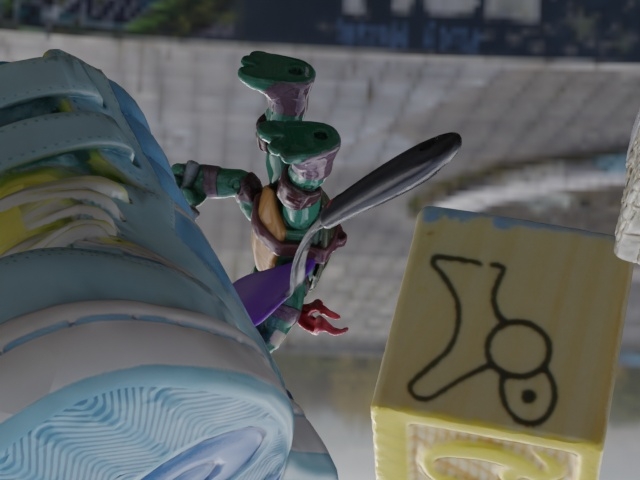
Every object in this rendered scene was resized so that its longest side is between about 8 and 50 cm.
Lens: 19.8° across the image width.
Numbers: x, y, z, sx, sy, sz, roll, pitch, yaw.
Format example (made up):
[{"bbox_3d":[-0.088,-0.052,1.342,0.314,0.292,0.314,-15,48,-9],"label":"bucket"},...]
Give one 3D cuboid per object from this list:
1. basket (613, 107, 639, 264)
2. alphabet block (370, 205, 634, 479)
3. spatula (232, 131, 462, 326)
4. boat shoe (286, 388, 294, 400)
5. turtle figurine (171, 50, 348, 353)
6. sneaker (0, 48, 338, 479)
[{"bbox_3d":[0.259,-0.051,1.188,0.113,0.103,0.167,16,153,6],"label":"basket"},{"bbox_3d":[0.155,0.112,1.543,0.192,0.197,0.193,9,149,12],"label":"alphabet block"},{"bbox_3d":[0.000,0.000,1.164,0.030,0.084,0.296,46,140,-4],"label":"spatula"},{"bbox_3d":[-0.045,0.183,1.108,0.066,0.183,0.066,-3,171,-17],"label":"boat shoe"},{"bbox_3d":[-0.041,-0.011,1.335,0.118,0.175,0.234,-16,138,-30],"label":"turtle figurine"},{"bbox_3d":[-0.099,0.012,0.594,0.127,0.208,0.319,-30,166,-3],"label":"sneaker"}]
